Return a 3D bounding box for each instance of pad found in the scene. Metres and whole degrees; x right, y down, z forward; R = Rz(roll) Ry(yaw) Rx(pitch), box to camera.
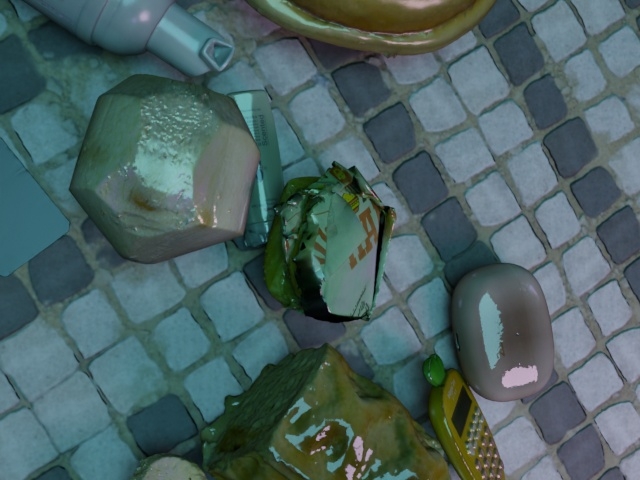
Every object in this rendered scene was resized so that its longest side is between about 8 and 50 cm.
[{"bbox_3d":[-0.414,-0.045,0.952,0.112,0.003,0.157,-39,97,-12],"label":"pad"}]

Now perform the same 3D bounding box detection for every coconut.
[{"bbox_3d":[-0.189,-0.078,0.907,0.241,0.241,0.241,1,88,-14],"label":"coconut"},{"bbox_3d":[-0.201,0.339,0.938,0.116,0.122,0.116,13,46,-14],"label":"coconut"}]

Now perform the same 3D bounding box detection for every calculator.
[{"bbox_3d":[0.201,0.265,1.038,0.032,0.146,0.235,-26,97,25],"label":"calculator"}]

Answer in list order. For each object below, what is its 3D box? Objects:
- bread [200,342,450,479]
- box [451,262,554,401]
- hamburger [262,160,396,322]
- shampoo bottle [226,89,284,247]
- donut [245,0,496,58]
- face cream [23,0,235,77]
[{"bbox_3d":[0.010,0.276,0.958,0.252,0.238,0.196,47,38,-12],"label":"bread"},{"bbox_3d":[0.265,0.133,1.076,0.146,0.088,0.200,-9,91,-13],"label":"box"},{"bbox_3d":[-0.001,0.000,0.968,0.235,0.125,0.214,9,81,-48],"label":"hamburger"},{"bbox_3d":[-0.087,-0.098,1.014,0.072,0.049,0.212,-11,91,-16],"label":"shampoo bottle"},{"bbox_3d":[0.067,-0.456,0.978,0.448,0.198,0.449,-1,95,-14],"label":"donut"},{"bbox_3d":[-0.277,-0.318,0.926,0.369,0.145,0.145,34,80,-11],"label":"face cream"}]
